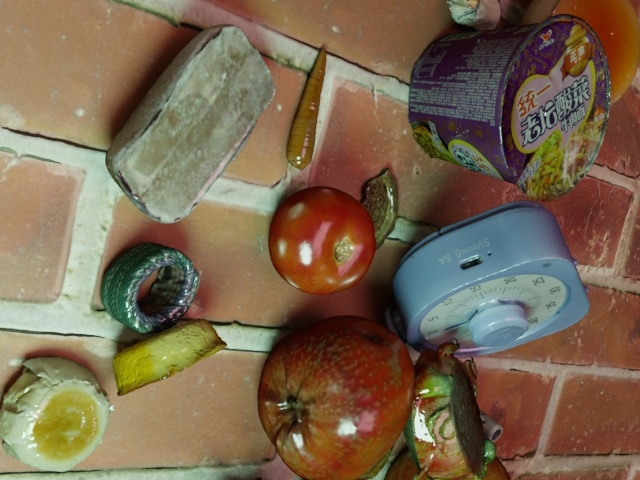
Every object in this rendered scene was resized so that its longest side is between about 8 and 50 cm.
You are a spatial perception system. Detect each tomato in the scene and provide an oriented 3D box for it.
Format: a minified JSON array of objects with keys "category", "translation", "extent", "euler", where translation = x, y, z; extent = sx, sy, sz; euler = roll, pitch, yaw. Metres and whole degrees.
[{"category":"tomato","translation":[0.000,0.000,1.527],"extent":[0.195,0.136,0.195],"euler":[-12,110,-35]}]

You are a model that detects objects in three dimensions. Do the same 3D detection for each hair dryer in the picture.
[{"category":"hair dryer","translation":[0.349,0.450,2.010],"extent":[0.047,0.082,0.137],"euler":[0,116,-43]}]

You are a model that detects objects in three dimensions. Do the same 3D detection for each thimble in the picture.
[{"category":"thimble","translation":[-0.257,0.069,1.346],"extent":[0.135,0.090,0.118],"euler":[-53,130,-18]}]

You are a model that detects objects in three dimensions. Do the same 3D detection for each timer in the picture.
[{"category":"timer","translation":[0.308,0.111,1.701],"extent":[0.395,0.395,0.173],"euler":[17,48,-43]}]

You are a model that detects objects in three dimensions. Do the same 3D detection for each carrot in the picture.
[{"category":"carrot","translation":[-0.019,-0.226,1.521],"extent":[0.048,0.048,0.216],"euler":[16,85,-43]}]

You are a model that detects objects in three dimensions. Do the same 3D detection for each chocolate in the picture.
[{"category":"chocolate","translation":[-0.199,-0.178,1.330],"extent":[0.303,0.100,0.185],"euler":[-54,141,-14]}]

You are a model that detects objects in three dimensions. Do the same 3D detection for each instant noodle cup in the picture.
[{"category":"instant noodle cup","translation":[0.340,-0.252,1.682],"extent":[0.340,0.266,0.340],"euler":[-11,107,-40]}]

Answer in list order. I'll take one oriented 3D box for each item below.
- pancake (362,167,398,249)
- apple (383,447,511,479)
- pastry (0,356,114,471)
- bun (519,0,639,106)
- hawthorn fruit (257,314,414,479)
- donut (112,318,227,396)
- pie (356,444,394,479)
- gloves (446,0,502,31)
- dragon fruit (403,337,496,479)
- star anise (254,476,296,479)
[{"category":"pancake","translation":[0.082,-0.054,1.669],"extent":[0.184,0.020,0.190],"euler":[23,85,-42]},{"category":"apple","translation":[0.270,0.538,1.819],"extent":[0.301,0.301,0.301],"euler":[-12,109,-39]},{"category":"pastry","translation":[-0.380,0.249,1.287],"extent":[0.166,0.088,0.166],"euler":[-14,111,-42]},{"category":"bun","translation":[0.520,-0.399,1.876],"extent":[0.299,0.165,0.299],"euler":[-4,98,-27]},{"category":"hawthorn fruit","translation":[0.035,0.259,1.550],"extent":[0.300,0.275,0.275],"euler":[-39,125,-46]},{"category":"donut","translation":[-0.232,0.170,1.352],"extent":[0.178,0.162,0.065],"euler":[-25,89,9]},{"category":"pie","translation":[0.097,0.395,1.759],"extent":[0.193,0.079,0.163],"euler":[-58,142,-4]},{"category":"gloves","translation":[0.302,-0.462,1.727],"extent":[0.153,0.070,0.114],"euler":[4,90,-49]},{"category":"dragon fruit","translation":[0.230,0.330,1.669],"extent":[0.295,0.130,0.268],"euler":[61,27,-31]},{"category":"star anise","translation":[-0.110,0.459,1.524],"extent":[0.288,0.288,0.088],"euler":[22,43,-43]}]
